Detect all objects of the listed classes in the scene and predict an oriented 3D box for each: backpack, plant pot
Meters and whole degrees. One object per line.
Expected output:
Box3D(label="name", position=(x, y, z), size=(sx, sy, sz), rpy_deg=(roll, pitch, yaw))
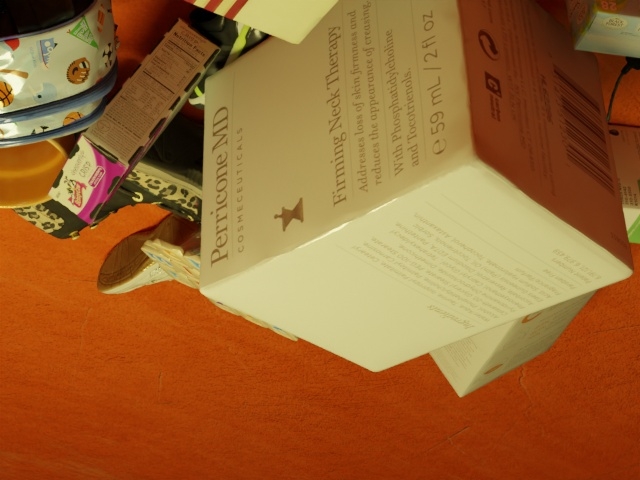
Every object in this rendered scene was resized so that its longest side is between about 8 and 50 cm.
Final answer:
Box3D(label="backpack", position=(-0.346, -0.221, 1.253), size=(0.277, 0.263, 0.213), rpy_deg=(-18, 120, -8))
Box3D(label="plant pot", position=(-0.422, -0.174, 1.485), size=(0.205, 0.187, 0.205), rpy_deg=(-2, 150, -1))

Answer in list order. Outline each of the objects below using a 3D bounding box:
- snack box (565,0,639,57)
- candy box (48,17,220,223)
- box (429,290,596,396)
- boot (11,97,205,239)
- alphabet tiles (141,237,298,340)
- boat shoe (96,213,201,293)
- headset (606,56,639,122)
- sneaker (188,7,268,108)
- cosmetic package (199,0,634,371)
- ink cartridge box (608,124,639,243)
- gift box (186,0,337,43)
Box3D(label="snack box", position=(0.365, -0.303, 1.285), size=(0.175, 0.207, 0.070), rpy_deg=(5, 149, -11))
Box3D(label="candy box", position=(-0.232, -0.150, 1.415), size=(0.071, 0.233, 0.159), rpy_deg=(37, 143, -7))
Box3D(label="box", position=(0.318, 0.086, 1.895), size=(0.215, 0.168, 0.345), rpy_deg=(-24, 157, -24))
Box3D(label="boot", position=(-0.272, -0.079, 1.705), size=(0.284, 0.138, 0.377), rpy_deg=(-16, 155, 32))
Box3D(label="alphabet tiles", position=(-0.138, 0.075, 1.732), size=(0.284, 0.021, 0.278), rpy_deg=(22, 165, 25))
Box3D(label="boat shoe", position=(-0.267, 0.032, 1.925), size=(0.277, 0.098, 0.096), rpy_deg=(-26, 140, 33))
Box3D(label="headset", position=(0.465, -0.262, 1.471), size=(0.394, 0.185, 0.243), rpy_deg=(-30, 145, 15))
Box3D(label="sneaker", position=(-0.130, -0.265, 1.480), size=(0.097, 0.084, 0.235), rpy_deg=(39, 140, -7))
Box3D(label="cosmetic package", position=(0.105, -0.085, 1.360), size=(0.394, 0.329, 0.327), rpy_deg=(-26, 142, 34))
Box3D(label="ink cartridge box", position=(0.392, -0.091, 1.687), size=(0.220, 0.160, 0.092), rpy_deg=(5, 147, -11))
Box3D(label="gift box", position=(-0.029, -0.379, 1.113), size=(0.276, 0.255, 0.258), rpy_deg=(13, 153, -24))
